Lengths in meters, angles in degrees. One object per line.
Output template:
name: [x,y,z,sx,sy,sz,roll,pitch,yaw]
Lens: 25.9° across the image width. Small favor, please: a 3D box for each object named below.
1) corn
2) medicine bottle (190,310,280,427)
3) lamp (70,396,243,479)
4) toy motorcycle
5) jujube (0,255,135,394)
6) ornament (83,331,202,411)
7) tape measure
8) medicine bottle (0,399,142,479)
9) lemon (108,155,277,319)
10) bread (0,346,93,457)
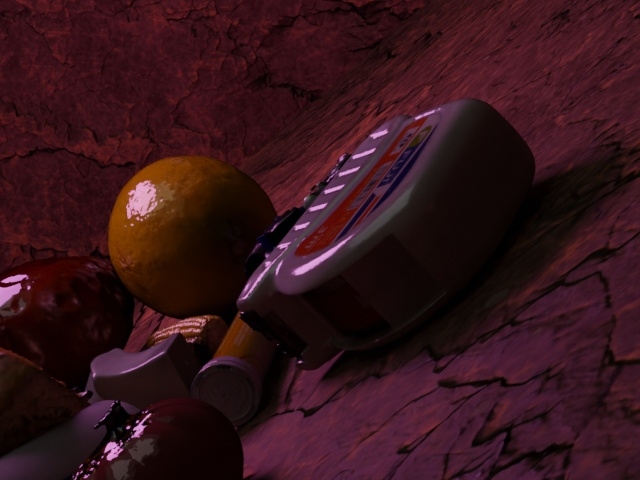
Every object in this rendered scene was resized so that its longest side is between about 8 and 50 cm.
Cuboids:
corn: [-0.180,0.140,1.868,0.072,0.072,0.203,-48,12,-28]
medicine bottle: [-0.083,0.126,1.533,0.074,0.074,0.218,-40,9,19]
lamp: [-0.155,0.214,1.240,0.182,0.140,0.182,-43,6,6]
toy motorcycle: [0.000,0.000,1.625,0.196,0.125,0.331,-45,6,0]
jujube: [-0.372,0.123,1.943,0.223,0.223,0.318,-40,2,17]
ornament: [-0.279,0.218,1.777,0.285,0.120,0.130,-41,5,3]
tape measure: [0.070,-0.005,1.332,0.258,0.130,0.265,-51,17,-25]
medicine bottle: [-0.284,0.268,1.301,0.130,0.130,0.341,-37,-5,33]
lemon: [-0.169,-0.003,1.956,0.240,0.240,0.219,-47,21,-20]
bread: [-0.358,0.208,1.490,0.194,0.179,0.340,-57,-22,-13]
